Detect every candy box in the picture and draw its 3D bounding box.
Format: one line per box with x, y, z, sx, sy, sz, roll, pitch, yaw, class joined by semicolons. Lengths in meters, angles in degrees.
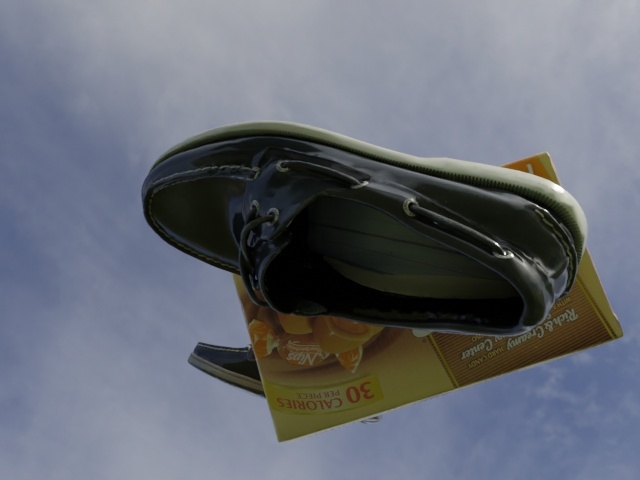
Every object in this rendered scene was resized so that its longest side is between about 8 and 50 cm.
0.090;0.056;0.680;0.317;0.087;0.182;-17;-105;-1;candy box

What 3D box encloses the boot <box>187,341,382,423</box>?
-0.022;0.096;0.819;0.236;0.085;0.178;10;-107;24;boot

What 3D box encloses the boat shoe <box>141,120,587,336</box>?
0.001;0.003;0.506;0.340;0.113;0.127;13;-50;19;boat shoe
